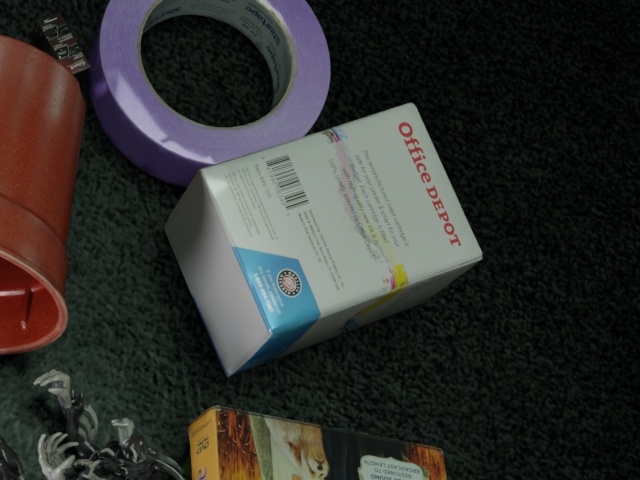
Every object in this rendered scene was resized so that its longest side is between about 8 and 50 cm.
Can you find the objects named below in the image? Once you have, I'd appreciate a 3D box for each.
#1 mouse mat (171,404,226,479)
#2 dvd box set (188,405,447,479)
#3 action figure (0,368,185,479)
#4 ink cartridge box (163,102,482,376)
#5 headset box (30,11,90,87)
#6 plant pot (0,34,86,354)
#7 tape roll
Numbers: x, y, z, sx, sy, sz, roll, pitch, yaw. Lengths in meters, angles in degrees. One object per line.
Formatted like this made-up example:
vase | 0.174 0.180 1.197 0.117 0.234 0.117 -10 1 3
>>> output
mouse mat | -0.062 0.270 1.838 0.190 0.007 0.152 26 46 -1
dvd box set | 0.017 0.392 1.731 0.308 0.062 0.420 15 53 -30
action figure | -0.276 0.226 1.738 0.276 0.164 0.141 -6 114 -13
ink cartridge box | 0.000 0.000 1.884 0.270 0.197 0.198 -19 78 -23
headset box | -0.298 -0.211 1.933 0.032 0.062 0.083 -25 82 -23
plant pot | -0.371 -0.058 1.763 0.272 0.272 0.265 17 59 -12
tape roll | -0.131 -0.201 1.970 0.275 0.090 0.274 6 69 -17
